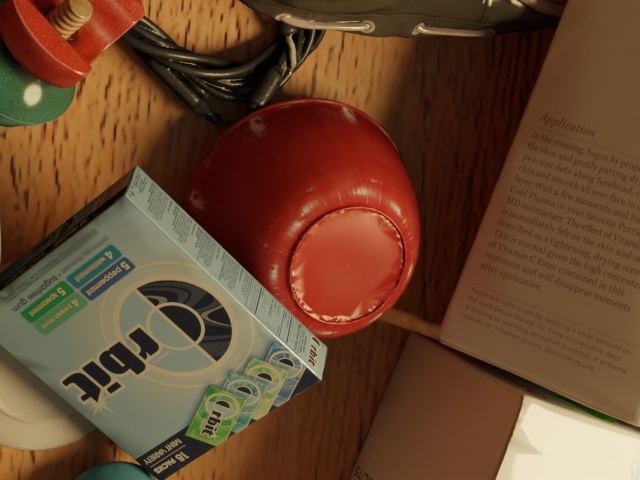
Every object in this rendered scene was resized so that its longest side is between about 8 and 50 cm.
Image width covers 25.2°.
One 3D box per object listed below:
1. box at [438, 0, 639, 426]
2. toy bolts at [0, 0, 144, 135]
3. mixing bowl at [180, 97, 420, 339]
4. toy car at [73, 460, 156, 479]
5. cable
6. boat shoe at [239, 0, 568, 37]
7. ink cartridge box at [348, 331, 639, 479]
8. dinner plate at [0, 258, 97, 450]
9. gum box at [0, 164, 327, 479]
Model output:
[{"bbox_3d":[0.258,-0.046,1.025,0.215,0.168,0.345,20,92,-55],"label":"box"},{"bbox_3d":[-0.230,-0.177,0.914,0.228,0.158,0.218,51,40,-10],"label":"toy bolts"},{"bbox_3d":[0.000,0.000,1.001,0.181,0.098,0.181,-9,114,-20],"label":"mixing bowl"},{"bbox_3d":[-0.183,0.315,0.983,0.210,0.219,0.238,-4,130,-20],"label":"toy car"},{"bbox_3d":[-0.076,-0.180,0.988,0.150,0.047,0.184,-47,110,-7],"label":"cable"},{"bbox_3d":[0.084,-0.200,1.017,0.335,0.095,0.112,-3,80,-37],"label":"boat shoe"},{"bbox_3d":[0.180,0.216,1.070,0.270,0.198,0.197,20,92,-23],"label":"ink cartridge box"},{"bbox_3d":[-0.196,0.081,1.006,0.141,0.017,0.141,-3,99,-21],"label":"dinner plate"},{"bbox_3d":[-0.114,0.061,0.958,0.157,0.041,0.184,-35,112,26],"label":"gum box"}]
